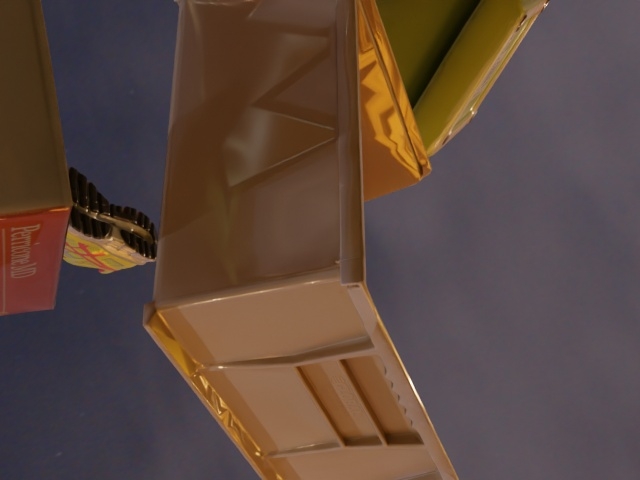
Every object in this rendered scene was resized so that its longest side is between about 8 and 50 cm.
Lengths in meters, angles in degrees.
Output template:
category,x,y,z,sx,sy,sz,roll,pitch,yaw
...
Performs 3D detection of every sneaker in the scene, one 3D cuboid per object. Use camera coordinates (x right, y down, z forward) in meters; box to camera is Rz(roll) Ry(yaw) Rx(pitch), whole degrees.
category,x,y,z,sx,sy,sz,roll,pitch,yaw
sneaker,-0.276,-0.012,1.363,0.208,0.094,0.081,38,-143,-46

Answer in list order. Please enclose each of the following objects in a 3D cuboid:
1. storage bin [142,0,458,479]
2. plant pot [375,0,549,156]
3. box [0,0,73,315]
category,x,y,z,sx,sy,sz,roll,pitch,yaw
storage bin,0.000,0.000,0.777,0.260,0.123,0.262,63,-160,-50
plant pot,0.078,-0.210,1.148,0.207,0.227,0.228,34,-156,6
box,-0.301,-0.041,0.551,0.345,0.215,0.168,-9,-102,-16
